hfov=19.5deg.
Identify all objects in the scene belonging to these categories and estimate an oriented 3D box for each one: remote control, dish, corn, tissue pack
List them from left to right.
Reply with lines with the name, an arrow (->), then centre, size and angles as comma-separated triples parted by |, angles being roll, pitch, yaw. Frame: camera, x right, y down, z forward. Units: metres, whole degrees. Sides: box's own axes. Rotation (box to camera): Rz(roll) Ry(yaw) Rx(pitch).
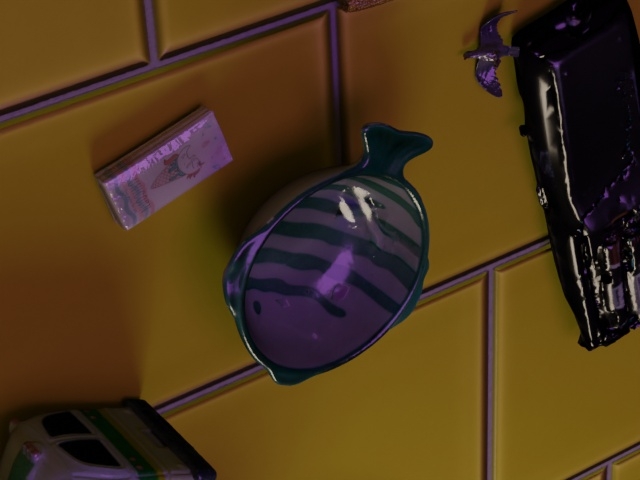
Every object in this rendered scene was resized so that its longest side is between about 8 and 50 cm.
tissue pack -> -0.125, -0.058, 1.491 | 0.108, 0.023, 0.056 | -36, 133, -16
dish -> 0.000, 0.000, 1.587 | 0.224, 0.078, 0.246 | 11, 111, -42
corn -> 0.053, -0.207, 1.533 | 0.083, 0.027, 0.028 | -22, 122, -22
remote control -> 0.267, -0.055, 1.773 | 0.144, 0.062, 0.399 | -33, 133, -16

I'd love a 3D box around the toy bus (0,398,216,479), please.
toy bus -> -0.214, 0.279, 1.562 | 0.164, 0.133, 0.276 | 7, 111, -41

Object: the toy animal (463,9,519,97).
toy animal -> 0.148, -0.162, 1.634 | 0.050, 0.028, 0.084 | -17, 126, -40
